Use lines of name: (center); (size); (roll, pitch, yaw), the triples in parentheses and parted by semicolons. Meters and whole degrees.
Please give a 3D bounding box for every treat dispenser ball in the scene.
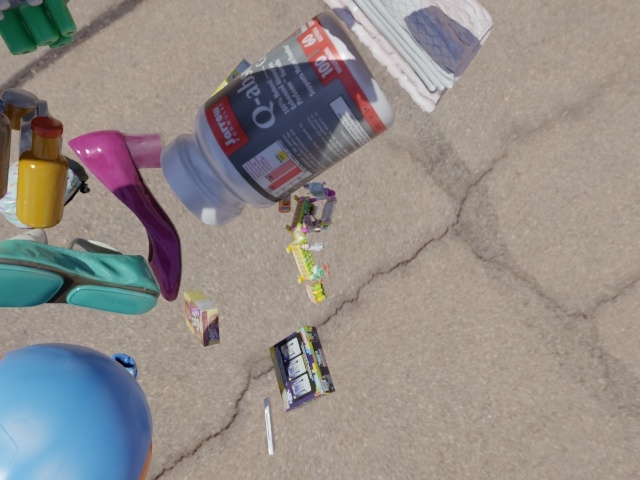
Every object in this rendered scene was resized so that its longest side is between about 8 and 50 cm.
treat dispenser ball: (-0.378, 0.287, 0.628); (0.287, 0.288, 0.289); (0, 74, 0)

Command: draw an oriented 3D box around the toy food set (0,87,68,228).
toy food set: (-0.320, -0.123, 0.466); (0.111, 0.105, 0.232); (3, 37, -36)

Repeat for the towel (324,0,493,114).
towel: (0.089, -0.358, 0.607); (0.332, 0.053, 0.317); (44, 45, -11)

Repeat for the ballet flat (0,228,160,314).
ballet flat: (-0.304, 0.033, 0.536); (0.083, 0.247, 0.087); (-40, 58, 22)

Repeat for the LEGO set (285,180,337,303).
LEGO set: (0.000, 0.000, 1.056); (0.107, 0.132, 0.287); (-5, 81, 32)

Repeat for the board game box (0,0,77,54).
board game box: (-0.285, -0.160, 0.274); (0.390, 0.389, 0.050); (-36, 113, -39)

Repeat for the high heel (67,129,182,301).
high heel: (-0.403, -0.041, 0.980); (0.181, 0.127, 0.378); (-11, 97, -27)

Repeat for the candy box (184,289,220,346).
candy box: (-0.350, 0.224, 1.359); (0.053, 0.186, 0.109); (-7, 106, -28)

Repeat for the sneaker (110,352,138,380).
sneaker: (-0.516, 0.340, 1.167); (0.240, 0.091, 0.126); (2, 85, 42)

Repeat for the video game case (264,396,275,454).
video game case: (-0.121, 0.438, 1.101); (0.011, 0.087, 0.122); (-7, 75, -4)

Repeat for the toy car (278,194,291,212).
toy car: (-0.128, -0.110, 1.222); (0.121, 0.040, 0.060); (17, 98, -18)

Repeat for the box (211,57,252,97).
box: (-0.256, -0.455, 1.426); (0.105, 0.043, 0.179); (41, 82, -19)

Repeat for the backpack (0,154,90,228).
backpack: (-0.637, -0.116, 1.036); (0.151, 0.115, 0.182); (11, 51, 21)

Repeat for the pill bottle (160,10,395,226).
pill bottle: (-0.076, -0.186, 0.782); (0.362, 0.210, 0.210); (-32, 76, 14)

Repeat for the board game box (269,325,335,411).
board game box: (-0.049, 0.321, 1.156); (0.141, 0.048, 0.170); (-37, 58, 32)

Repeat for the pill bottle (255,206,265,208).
pill bottle: (-0.177, -0.175, 1.122); (0.117, 0.118, 0.208); (-40, 52, -10)
